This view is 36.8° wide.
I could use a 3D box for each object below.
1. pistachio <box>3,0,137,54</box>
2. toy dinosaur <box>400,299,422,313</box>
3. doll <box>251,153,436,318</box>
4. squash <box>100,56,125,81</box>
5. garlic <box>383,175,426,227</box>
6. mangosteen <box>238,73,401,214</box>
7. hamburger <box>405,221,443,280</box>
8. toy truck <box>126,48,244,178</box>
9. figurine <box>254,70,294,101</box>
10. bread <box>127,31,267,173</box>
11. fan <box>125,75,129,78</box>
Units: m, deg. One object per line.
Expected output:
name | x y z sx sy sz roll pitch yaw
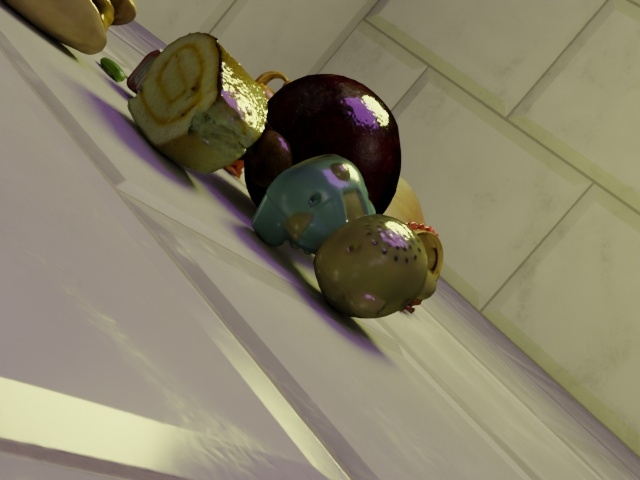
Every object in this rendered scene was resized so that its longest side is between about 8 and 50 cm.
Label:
pistachio | -0.468 -0.454 1.653 0.299 0.187 0.187 45 4 -17
toy dinosaur | 0.166 0.112 1.943 0.055 0.049 0.154 47 15 34
doll | 0.044 0.002 1.413 0.177 0.161 0.260 -12 55 -44
squash | -0.398 -0.329 1.832 0.089 0.027 0.027 42 6 37
garlic | 0.103 -0.046 2.343 0.340 0.232 0.245 10 72 -47
mangosteen | -0.007 -0.136 1.645 0.297 0.297 0.293 41 35 9
hamburger | 0.167 0.037 2.049 0.175 0.175 0.137 36 -10 -37
toy truck | -0.231 -0.239 1.813 0.270 0.114 0.135 38 1 -39
figurine | -0.080 -0.263 1.882 0.176 0.122 0.121 39 -10 23
bread | -0.183 -0.199 1.477 0.124 0.186 0.257 41 10 -41
fan | -0.386 -0.327 1.983 0.080 0.003 0.060 35 7 -42
